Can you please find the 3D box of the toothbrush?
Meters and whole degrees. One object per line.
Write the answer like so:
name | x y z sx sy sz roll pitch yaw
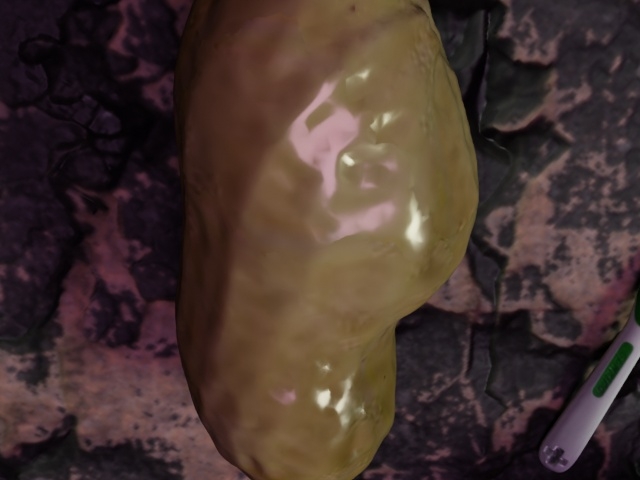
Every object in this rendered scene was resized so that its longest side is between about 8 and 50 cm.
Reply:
toothbrush | 0.206 0.030 0.633 0.030 0.030 0.304 14 122 -14

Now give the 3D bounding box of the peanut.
peanut | 0.000 0.000 0.526 0.147 0.148 0.319 1 119 -6
